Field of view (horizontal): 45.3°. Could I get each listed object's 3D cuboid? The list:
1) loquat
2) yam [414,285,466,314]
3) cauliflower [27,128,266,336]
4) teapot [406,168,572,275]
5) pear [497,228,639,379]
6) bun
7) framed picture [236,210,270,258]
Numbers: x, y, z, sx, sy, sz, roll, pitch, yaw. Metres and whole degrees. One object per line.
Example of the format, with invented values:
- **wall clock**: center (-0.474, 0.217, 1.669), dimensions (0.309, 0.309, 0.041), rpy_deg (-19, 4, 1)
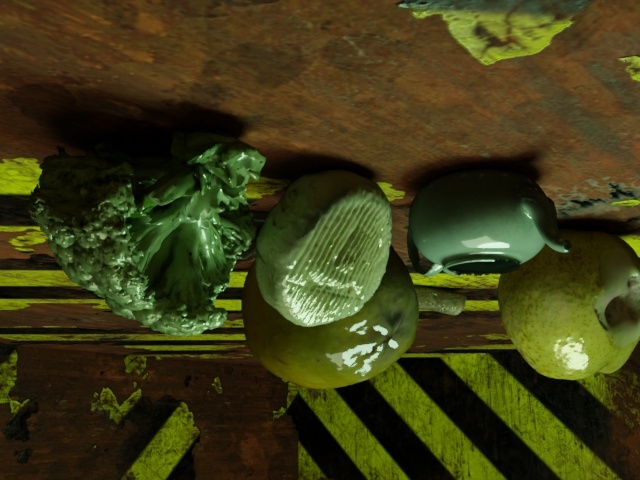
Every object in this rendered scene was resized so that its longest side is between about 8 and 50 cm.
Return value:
- **loquat**: center (0.010, 0.111, 1.239), dimensions (0.276, 0.276, 0.284), rpy_deg (12, -178, -42)
- **yam**: center (0.208, 0.137, 1.804), dimensions (0.299, 0.066, 0.066), rpy_deg (5, 165, -23)
- **cauliflower**: center (-0.175, -0.038, 0.873), dimensions (0.272, 0.275, 0.250), rpy_deg (38, 108, -25)
- **teapot**: center (0.217, -0.018, 1.050), dimensions (0.193, 0.129, 0.294), rpy_deg (9, 163, -31)
- **pear**: center (0.434, 0.107, 1.325), dimensions (0.271, 0.271, 0.271), rpy_deg (-1, 166, 0)
- **bun**: center (0.000, 0.000, 1.032), dimensions (0.134, 0.220, 0.220), rpy_deg (29, -171, 41)
- **framed picture**: center (-0.180, -0.008, 1.282), dimensions (0.189, 0.023, 0.260), rpy_deg (4, 165, -19)
